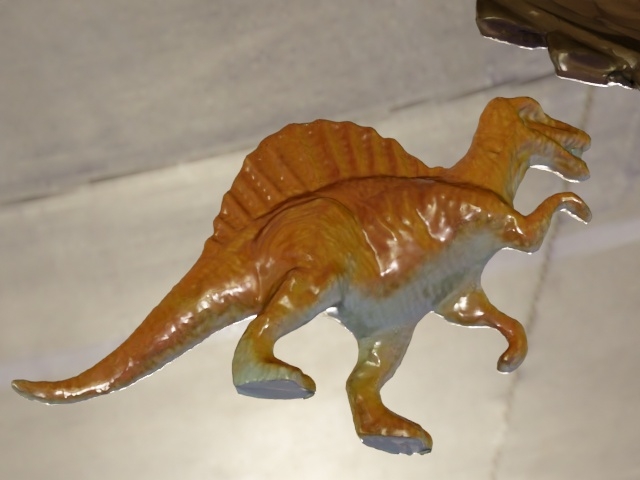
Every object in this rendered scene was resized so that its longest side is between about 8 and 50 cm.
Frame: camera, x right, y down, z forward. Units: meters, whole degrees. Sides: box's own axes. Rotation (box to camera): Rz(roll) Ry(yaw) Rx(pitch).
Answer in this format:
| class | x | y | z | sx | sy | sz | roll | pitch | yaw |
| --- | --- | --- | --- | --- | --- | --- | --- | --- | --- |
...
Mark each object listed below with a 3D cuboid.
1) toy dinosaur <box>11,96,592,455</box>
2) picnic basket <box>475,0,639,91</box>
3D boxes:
| class | x | y | z | sx | sy | sz | roll | pitch | yaw |
| --- | --- | --- | --- | --- | --- | --- | --- | --- | --- |
| toy dinosaur | 0.002 | 0.000 | 0.708 | 0.212 | 0.142 | 0.057 | 7 | 152 | -10 |
| picnic basket | 0.163 | -0.211 | 0.882 | 0.321 | 0.254 | 0.291 | -11 | 121 | -47 |
